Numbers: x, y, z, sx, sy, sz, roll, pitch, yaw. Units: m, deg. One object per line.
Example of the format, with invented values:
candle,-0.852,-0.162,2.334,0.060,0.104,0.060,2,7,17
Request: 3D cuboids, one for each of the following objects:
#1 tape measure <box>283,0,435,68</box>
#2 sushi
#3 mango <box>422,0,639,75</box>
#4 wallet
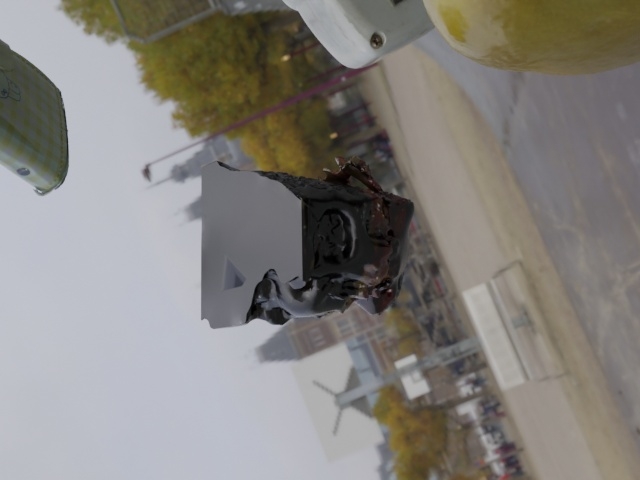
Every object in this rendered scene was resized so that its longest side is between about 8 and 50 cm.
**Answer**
tape measure,0.074,-0.406,1.413,0.265,0.258,0.130,49,154,-11
sushi,0.000,0.000,0.853,0.172,0.150,0.153,-15,72,55
mango,0.206,-0.206,0.731,0.142,0.331,0.195,64,154,19
wallet,-0.479,-0.217,1.321,0.309,0.077,0.223,42,-153,-46
